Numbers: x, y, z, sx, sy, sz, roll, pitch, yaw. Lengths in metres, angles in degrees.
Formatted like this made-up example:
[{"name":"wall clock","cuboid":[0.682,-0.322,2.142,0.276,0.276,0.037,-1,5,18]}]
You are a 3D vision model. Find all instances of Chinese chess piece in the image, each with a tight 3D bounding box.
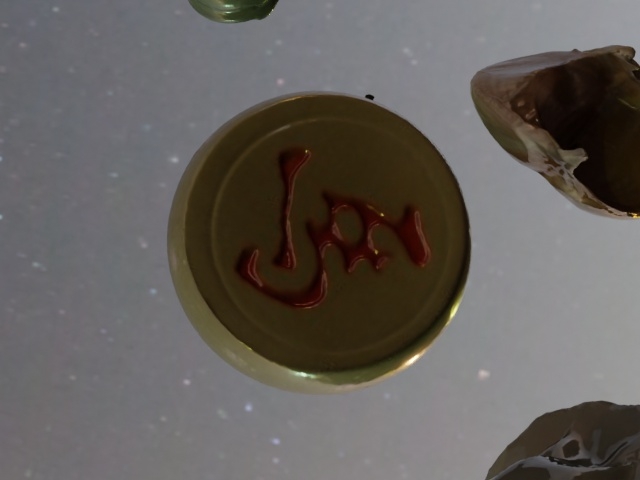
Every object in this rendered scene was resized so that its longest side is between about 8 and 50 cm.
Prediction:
[{"name":"Chinese chess piece","cuboid":[0.000,0.000,1.243,0.102,0.273,0.273,120,170,-75]}]

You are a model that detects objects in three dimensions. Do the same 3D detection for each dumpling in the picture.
[{"name":"dumpling","cuboid":[0.177,0.235,1.121,0.163,0.293,0.204,-3,-86,-23]}]

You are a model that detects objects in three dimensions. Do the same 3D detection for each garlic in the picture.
[{"name":"garlic","cuboid":[0.192,-0.074,1.048,0.174,0.124,0.099,42,-113,-23]}]

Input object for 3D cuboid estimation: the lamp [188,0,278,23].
[{"name":"lamp","cuboid":[-0.064,-0.215,0.870,0.106,0.106,0.193,-59,-18,-29]}]
